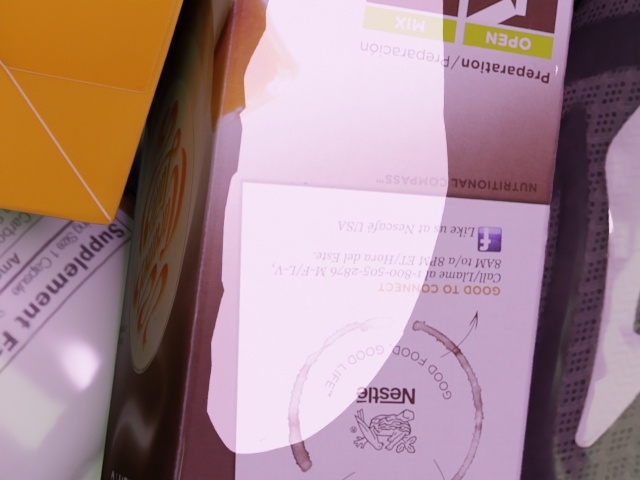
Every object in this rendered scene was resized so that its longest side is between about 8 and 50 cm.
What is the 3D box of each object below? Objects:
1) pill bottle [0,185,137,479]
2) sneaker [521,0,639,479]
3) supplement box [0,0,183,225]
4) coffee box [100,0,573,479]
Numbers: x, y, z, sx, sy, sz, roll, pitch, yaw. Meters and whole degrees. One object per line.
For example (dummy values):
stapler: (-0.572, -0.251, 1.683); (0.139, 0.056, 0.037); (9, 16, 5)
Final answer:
pill bottle: (-0.108, 0.033, 0.700); (0.229, 0.131, 0.131); (42, 117, 2)
sneaker: (0.185, -0.074, 0.517); (0.185, 0.202, 0.483); (40, 116, 4)
supplement box: (-0.152, -0.119, 0.590); (0.191, 0.194, 0.129); (9, 116, -22)
coffee box: (0.000, 0.000, 0.584); (0.098, 0.141, 0.246); (8, 85, -13)
